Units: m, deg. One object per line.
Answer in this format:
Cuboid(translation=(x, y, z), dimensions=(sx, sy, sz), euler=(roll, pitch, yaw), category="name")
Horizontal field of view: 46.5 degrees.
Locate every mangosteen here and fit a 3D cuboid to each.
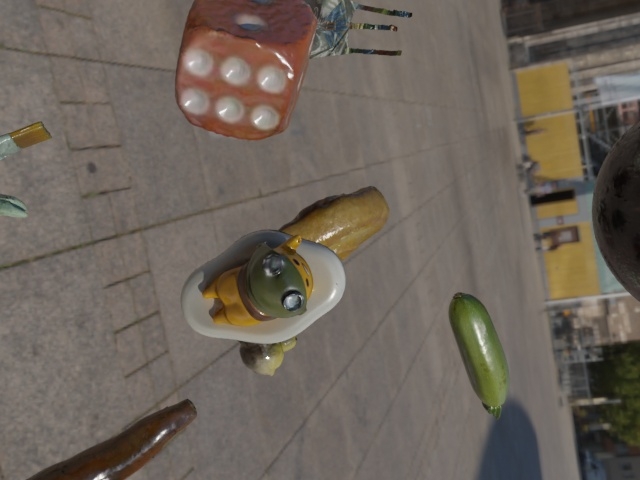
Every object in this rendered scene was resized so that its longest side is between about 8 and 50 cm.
Cuboid(translation=(0.455, -0.032, 0.838), dimensions=(0.288, 0.288, 0.287), euler=(-8, 90, -73), category="mangosteen")

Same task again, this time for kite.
Cuboid(translation=(0.062, -0.477, 1.705), dimensions=(0.015, 0.310, 0.169), euler=(-9, 117, -55), category="kite")

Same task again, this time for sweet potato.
Cuboid(translation=(-0.235, 0.230, 0.706), dimensions=(0.057, 0.265, 0.057), euler=(54, -15, 21), category="sweet potato")

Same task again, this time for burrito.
Cuboid(translation=(-0.693, -0.077, 1.606), dimensions=(0.118, 0.074, 0.044), euler=(2, 117, -47), category="burrito")

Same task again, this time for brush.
Cuboid(translation=(-0.630, -0.128, 1.273), dimensions=(0.085, 0.337, 0.020), euler=(131, -64, -78), category="brush")

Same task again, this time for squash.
Cuboid(translation=(0.340, 0.251, 1.540), dimensions=(0.094, 0.095, 0.340), euler=(-70, 143, -58), category="squash")

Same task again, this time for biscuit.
Cuboid(translation=(0.000, 0.000, 1.403), dimensions=(0.101, 0.296, 0.296), euler=(61, 16, 6), category="biscuit")

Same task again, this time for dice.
Cuboid(translation=(-0.110, -0.264, 1.085), dimensions=(0.179, 0.175, 0.173), euler=(-74, -178, -50), category="dice")

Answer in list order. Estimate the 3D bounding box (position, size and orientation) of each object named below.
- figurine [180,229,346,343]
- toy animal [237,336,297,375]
Cuboid(translation=(-0.093, 0.078, 1.033), dimensions=(0.141, 0.250, 0.166), euler=(-41, 109, -81), category="figurine")
Cuboid(translation=(-0.141, 0.152, 1.462), dimensions=(0.233, 0.121, 0.169), euler=(52, 10, 5), category="toy animal")
